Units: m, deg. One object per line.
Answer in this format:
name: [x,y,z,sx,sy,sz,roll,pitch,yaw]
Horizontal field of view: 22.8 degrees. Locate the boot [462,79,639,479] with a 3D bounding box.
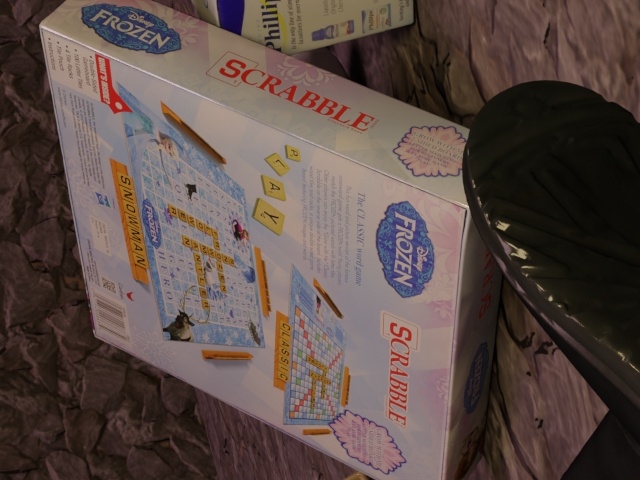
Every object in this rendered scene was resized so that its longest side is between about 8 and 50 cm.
boot: [0.134,0.075,0.720,0.246,0.094,0.207,52,157,22]

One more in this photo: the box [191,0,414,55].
box: [-0.021,-0.192,1.073,0.126,0.137,0.072,-117,16,-45]

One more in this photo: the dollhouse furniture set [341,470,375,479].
dollhouse furniture set: [0.062,0.199,1.218,0.182,0.101,0.161,-132,31,-65]

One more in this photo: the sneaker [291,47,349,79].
sneaker: [0.000,0.000,1.253,0.152,0.114,0.305,31,124,53]

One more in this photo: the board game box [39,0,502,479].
board game box: [-0.031,0.010,1.086,0.318,0.066,0.319,25,142,21]
